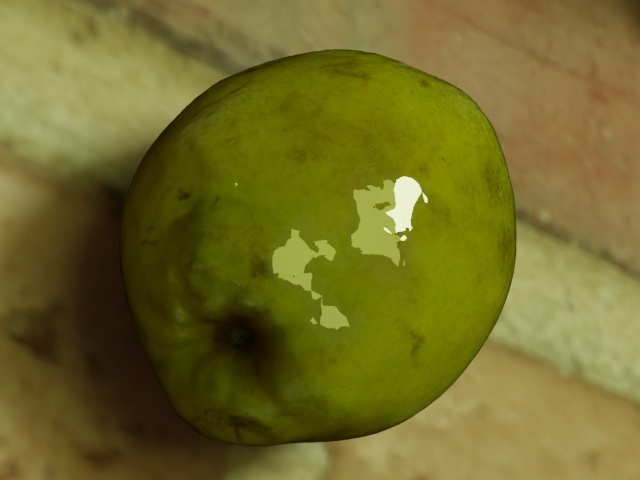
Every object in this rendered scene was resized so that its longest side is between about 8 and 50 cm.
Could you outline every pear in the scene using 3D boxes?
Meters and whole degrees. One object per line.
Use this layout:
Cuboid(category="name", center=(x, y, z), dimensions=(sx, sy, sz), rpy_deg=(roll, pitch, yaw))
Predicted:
Cuboid(category="pear", center=(0.000, 0.000, 0.554), dimensions=(0.107, 0.107, 0.131), rpy_deg=(49, 41, -11))
